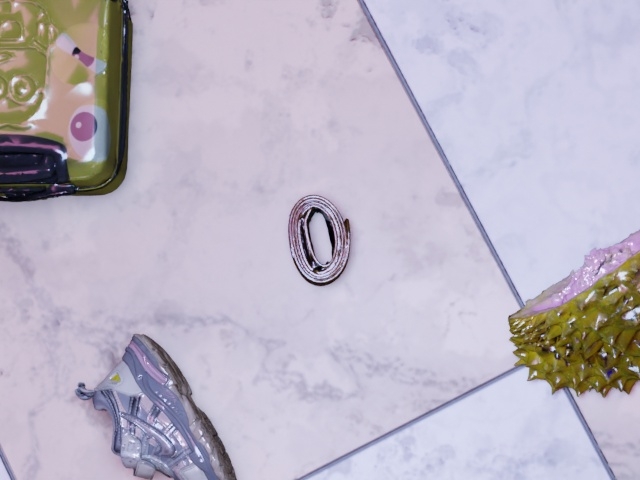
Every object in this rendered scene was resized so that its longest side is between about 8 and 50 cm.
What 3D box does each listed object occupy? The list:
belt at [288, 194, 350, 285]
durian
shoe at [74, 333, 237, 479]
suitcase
[{"bbox_3d":[0.000,0.000,1.833,0.059,0.036,0.083,-10,82,-1],"label":"belt"},{"bbox_3d":[0.270,0.054,1.768,0.182,0.165,0.132,-17,38,-18],"label":"durian"},{"bbox_3d":[-0.150,0.177,1.800,0.092,0.089,0.180,-33,77,1],"label":"shoe"},{"bbox_3d":[-0.272,-0.148,1.831,0.194,0.143,0.234,0,82,6],"label":"suitcase"}]
